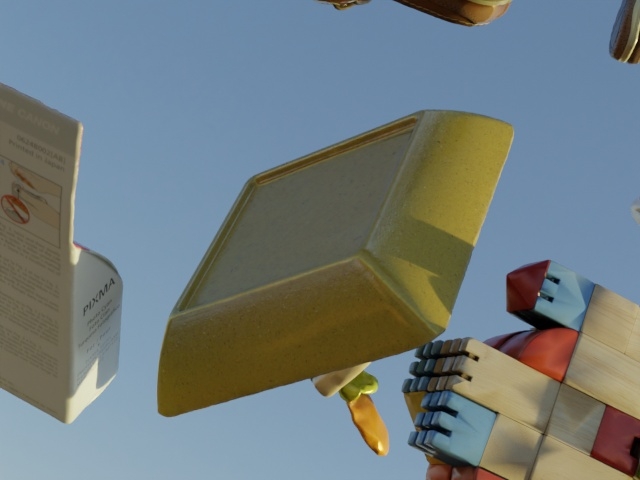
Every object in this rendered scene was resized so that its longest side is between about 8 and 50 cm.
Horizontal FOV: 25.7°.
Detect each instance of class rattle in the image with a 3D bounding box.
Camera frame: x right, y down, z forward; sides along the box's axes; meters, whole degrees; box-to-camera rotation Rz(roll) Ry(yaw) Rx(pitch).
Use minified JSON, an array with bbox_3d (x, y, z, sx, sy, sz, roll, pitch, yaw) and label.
[{"bbox_3d":[0.095,0.136,1.652,0.143,0.199,0.130,48,-2,12],"label":"rattle"}]

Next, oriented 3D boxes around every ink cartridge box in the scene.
[{"bbox_3d":[-0.323,-0.040,1.262,0.308,0.091,0.385,27,-44,14],"label":"ink cartridge box"}]

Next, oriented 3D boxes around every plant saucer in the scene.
[{"bbox_3d":[0.000,0.000,1.364,0.332,0.333,0.081,-19,-62,33],"label":"plant saucer"}]

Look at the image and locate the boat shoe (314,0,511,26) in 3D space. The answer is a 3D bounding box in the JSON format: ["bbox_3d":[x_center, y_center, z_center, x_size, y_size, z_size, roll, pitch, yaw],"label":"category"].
[{"bbox_3d":[0.033,-0.246,1.161,0.307,0.110,0.104,39,-48,28],"label":"boat shoe"}]

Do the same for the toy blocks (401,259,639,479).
[{"bbox_3d":[0.183,0.176,1.232,0.261,0.381,0.190,27,-16,-16],"label":"toy blocks"}]

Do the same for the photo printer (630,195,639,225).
[{"bbox_3d":[0.597,-0.050,1.812,0.256,0.307,0.107,48,-1,10],"label":"photo printer"}]

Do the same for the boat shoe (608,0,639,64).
[{"bbox_3d":[0.414,-0.302,1.643,0.095,0.257,0.095,22,-28,5],"label":"boat shoe"}]
